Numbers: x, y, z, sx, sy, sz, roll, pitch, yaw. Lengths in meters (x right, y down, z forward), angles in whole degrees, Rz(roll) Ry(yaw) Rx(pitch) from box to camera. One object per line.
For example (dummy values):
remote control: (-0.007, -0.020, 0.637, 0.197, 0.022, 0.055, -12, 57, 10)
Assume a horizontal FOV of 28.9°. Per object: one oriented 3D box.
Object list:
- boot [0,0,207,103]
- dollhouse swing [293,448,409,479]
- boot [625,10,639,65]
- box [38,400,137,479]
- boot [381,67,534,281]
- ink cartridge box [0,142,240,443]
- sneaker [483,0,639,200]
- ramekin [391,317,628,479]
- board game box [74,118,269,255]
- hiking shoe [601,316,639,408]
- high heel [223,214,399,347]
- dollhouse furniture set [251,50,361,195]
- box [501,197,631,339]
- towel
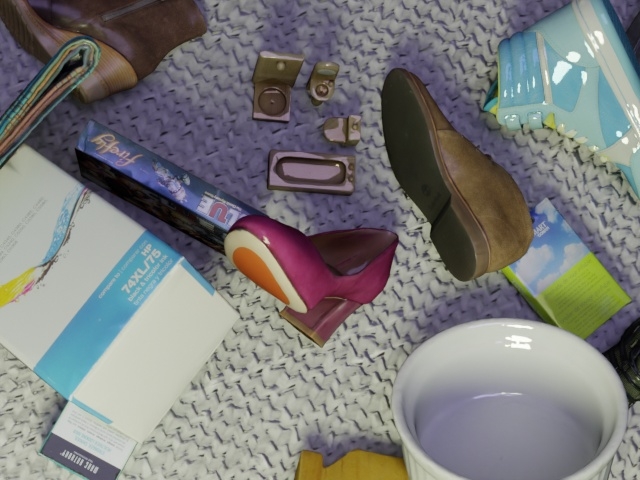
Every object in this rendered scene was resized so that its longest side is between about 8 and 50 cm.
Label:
boot: (-0.297, -0.312, 1.628, 0.207, 0.090, 0.248, -39, 86, -25)
dollhouse swing: (0.101, 0.494, 1.540, 0.347, 0.305, 0.315, 12, 37, -5)
boot: (0.464, -0.331, 1.727, 0.076, 0.190, 0.208, 15, 106, -42)
box: (-0.244, 0.181, 1.544, 0.100, 0.060, 0.244, 29, 77, -1)
boot: (0.175, -0.095, 1.632, 0.115, 0.112, 0.305, -16, 72, -25)
ink cartridge box: (-0.277, 0.062, 1.438, 0.270, 0.198, 0.197, 33, 80, 26)
sneaker: (0.341, -0.163, 1.672, 0.208, 0.127, 0.319, -21, 110, 20)
ramekin: (0.227, 0.235, 1.504, 0.277, 0.135, 0.277, -3, 40, 3)
board game box: (-0.186, -0.056, 1.542, 0.243, 0.165, 0.042, 29, 77, -2)
hiking shoe: (0.397, 0.172, 1.610, 0.086, 0.114, 0.227, 42, 77, 1)
high heel: (0.000, 0.000, 1.463, 0.127, 0.377, 0.181, 36, 81, 16)
dollhouse furniture set: (-0.017, -0.149, 1.603, 0.144, 0.123, 0.151, 4, 79, -7)
box: (0.316, 0.045, 1.658, 0.109, 0.042, 0.178, -38, 86, -13)
towel: (-0.371, -0.107, 1.424, 0.040, 0.370, 0.271, 41, 77, -15)
